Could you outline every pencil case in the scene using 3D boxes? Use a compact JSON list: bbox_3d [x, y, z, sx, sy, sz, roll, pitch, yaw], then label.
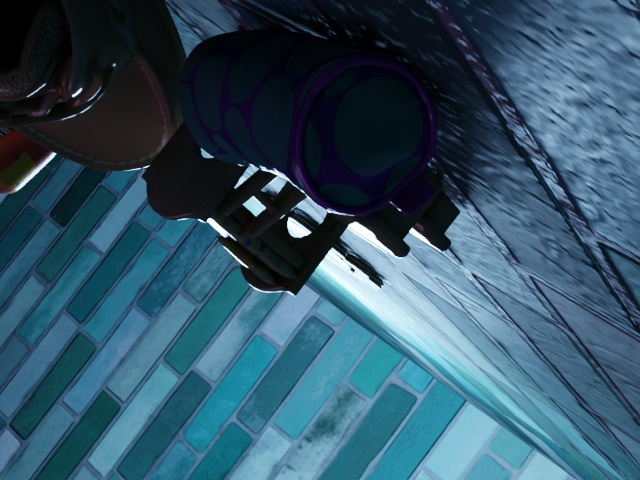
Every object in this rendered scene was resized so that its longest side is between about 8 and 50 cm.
[{"bbox_3d":[-0.010,-0.054,0.510,0.070,0.064,0.151,57,168,-24],"label":"pencil case"}]

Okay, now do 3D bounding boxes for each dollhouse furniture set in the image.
[{"bbox_3d":[0.014,0.005,0.694,0.161,0.101,0.182,34,175,40],"label":"dollhouse furniture set"}]

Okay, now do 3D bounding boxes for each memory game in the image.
[{"bbox_3d":[0.000,0.000,1.375,0.186,0.012,0.186,36,176,3],"label":"memory game"}]

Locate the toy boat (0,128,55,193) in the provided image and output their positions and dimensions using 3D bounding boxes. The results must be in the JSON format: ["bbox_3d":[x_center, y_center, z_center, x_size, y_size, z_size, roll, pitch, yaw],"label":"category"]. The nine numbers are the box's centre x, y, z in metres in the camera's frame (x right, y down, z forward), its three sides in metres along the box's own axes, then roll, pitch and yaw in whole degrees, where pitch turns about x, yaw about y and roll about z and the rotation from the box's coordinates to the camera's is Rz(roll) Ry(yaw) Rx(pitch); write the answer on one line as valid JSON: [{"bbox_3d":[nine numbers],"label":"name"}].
[{"bbox_3d":[-0.412,-0.163,1.197,0.318,0.148,0.267,55,168,-23],"label":"toy boat"}]

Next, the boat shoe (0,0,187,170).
[{"bbox_3d":[-0.159,-0.105,0.572,0.341,0.121,0.110,47,-156,-59],"label":"boat shoe"}]

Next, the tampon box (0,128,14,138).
[{"bbox_3d":[-0.369,-0.181,1.434,0.101,0.161,0.120,39,174,-25],"label":"tampon box"}]
